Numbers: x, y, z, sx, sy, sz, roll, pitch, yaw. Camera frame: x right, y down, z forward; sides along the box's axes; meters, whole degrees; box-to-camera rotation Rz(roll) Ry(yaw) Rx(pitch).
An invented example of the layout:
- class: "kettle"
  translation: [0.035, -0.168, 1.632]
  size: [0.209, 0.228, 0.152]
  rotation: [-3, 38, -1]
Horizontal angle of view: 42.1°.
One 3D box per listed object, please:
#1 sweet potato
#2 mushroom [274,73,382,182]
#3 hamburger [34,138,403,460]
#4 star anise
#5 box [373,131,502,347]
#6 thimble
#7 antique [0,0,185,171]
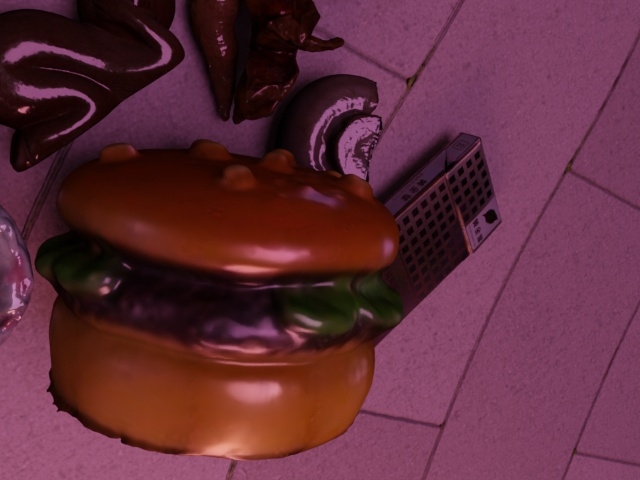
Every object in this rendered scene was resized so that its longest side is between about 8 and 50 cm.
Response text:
- class: "sweet potato"
  translation: [-0.128, -0.252, 1.002]
  size: [0.068, 0.068, 0.226]
  rotation: [-10, 119, -32]
- class: "mushroom"
  translation: [0.001, -0.127, 1.086]
  size: [0.117, 0.141, 0.188]
  rotation: [8, 97, -14]
- class: "hamburger"
  translation: [-0.105, 0.036, 0.898]
  size: [0.396, 0.396, 0.277]
  rotation: [0, 105, -35]
- class: "star anise"
  translation: [-0.051, -0.238, 0.985]
  size: [0.196, 0.111, 0.212]
  rotation: [65, 44, -63]
- class: "box"
  translation: [0.142, 0.002, 1.252]
  size: [0.325, 0.047, 0.180]
  rotation: [-41, 132, -20]
- class: "thimble"
  translation: [-0.399, 0.029, 0.841]
  size: [0.185, 0.149, 0.211]
  rotation: [-41, 123, -21]
- class: "antique"
  translation: [-0.261, -0.204, 0.891]
  size: [0.257, 0.121, 0.143]
  rotation: [-37, 113, -13]
